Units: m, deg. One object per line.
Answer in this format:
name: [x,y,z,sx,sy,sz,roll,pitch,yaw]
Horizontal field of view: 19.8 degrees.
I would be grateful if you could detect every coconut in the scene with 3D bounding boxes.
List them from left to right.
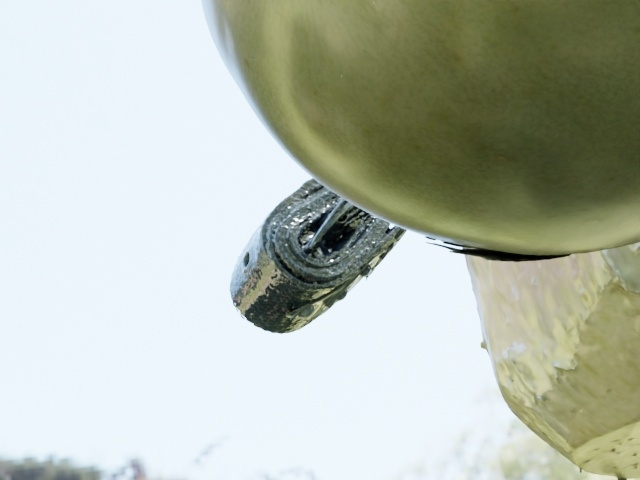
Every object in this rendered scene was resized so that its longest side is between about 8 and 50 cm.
coconut: [0.284,-0.049,1.238,0.404,0.405,0.404,-9,-35,-6]

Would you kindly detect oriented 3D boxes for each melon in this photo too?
melon: [0.098,-0.124,0.810,0.268,0.268,0.330,-38,-23,31]

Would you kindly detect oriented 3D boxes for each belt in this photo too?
belt: [0.000,0.001,1.945,0.218,0.122,0.128,-42,-9,-48]
